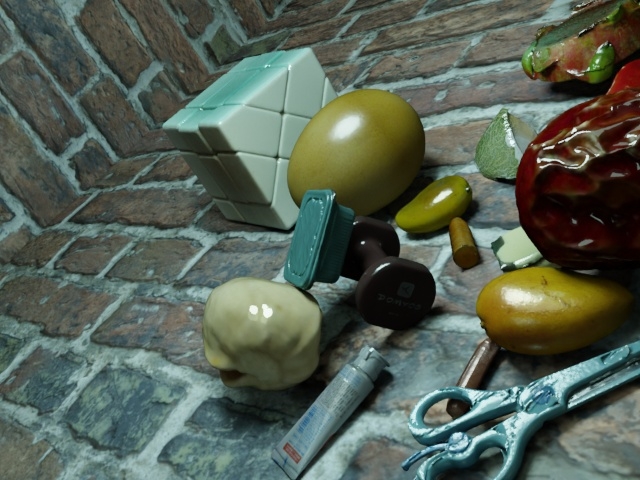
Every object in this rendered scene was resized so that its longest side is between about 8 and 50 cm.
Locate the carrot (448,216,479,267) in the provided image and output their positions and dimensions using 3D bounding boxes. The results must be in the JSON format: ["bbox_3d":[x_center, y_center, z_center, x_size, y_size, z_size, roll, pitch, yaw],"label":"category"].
[{"bbox_3d":[0.255,-0.007,1.398,0.048,0.048,0.139,-25,28,16],"label":"carrot"}]

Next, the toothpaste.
[{"bbox_3d":[0.015,0.268,1.216,0.234,0.057,0.089,-47,28,-11],"label":"toothpaste"}]

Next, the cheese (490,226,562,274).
[{"bbox_3d":[0.403,-0.011,1.244,0.252,0.054,0.127,-26,28,13],"label":"cheese"}]

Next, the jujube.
[{"bbox_3d":[0.466,-0.087,1.060,0.377,0.276,0.276,-3,39,25],"label":"jujube"}]

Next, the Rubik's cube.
[{"bbox_3d":[-0.135,-0.250,1.901,0.322,0.318,0.316,-45,29,-23],"label":"Rubik's cube"}]

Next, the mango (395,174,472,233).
[{"bbox_3d":[0.221,-0.065,1.498,0.161,0.076,0.103,-29,33,15],"label":"mango"}]

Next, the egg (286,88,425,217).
[{"bbox_3d":[0.073,-0.177,1.640,0.322,0.250,0.250,-39,28,-1],"label":"egg"}]

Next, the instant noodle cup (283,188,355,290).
[{"bbox_3d":[0.000,0.000,1.371,0.157,0.070,0.179,-165,90,-71],"label":"instant noodle cup"}]

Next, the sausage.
[{"bbox_3d":[0.223,0.200,1.122,0.147,0.035,0.030,-51,0,-31],"label":"sausage"}]

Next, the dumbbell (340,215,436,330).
[{"bbox_3d":[0.104,0.054,1.363,0.225,0.140,0.124,-122,50,-61],"label":"dumbbell"}]

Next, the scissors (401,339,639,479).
[{"bbox_3d":[0.283,0.218,1.006,0.393,0.032,0.180,-26,41,7],"label":"scissors"}]

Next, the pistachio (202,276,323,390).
[{"bbox_3d":[-0.111,0.154,1.371,0.214,0.193,0.318,-36,26,-11],"label":"pistachio"}]

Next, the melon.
[{"bbox_3d":[0.370,-0.193,1.514,0.093,0.139,0.202,-19,20,-21],"label":"melon"}]

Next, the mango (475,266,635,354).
[{"bbox_3d":[0.329,0.096,1.089,0.219,0.112,0.145,-9,27,34],"label":"mango"}]

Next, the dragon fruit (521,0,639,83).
[{"bbox_3d":[0.563,-0.414,1.589,0.295,0.130,0.268,-22,18,45],"label":"dragon fruit"}]

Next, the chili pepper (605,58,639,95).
[{"bbox_3d":[0.538,-0.241,1.435,0.368,0.092,0.137,-43,14,-24],"label":"chili pepper"}]
